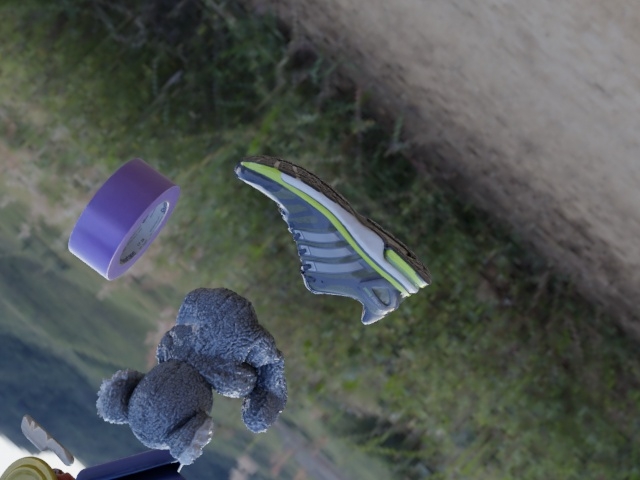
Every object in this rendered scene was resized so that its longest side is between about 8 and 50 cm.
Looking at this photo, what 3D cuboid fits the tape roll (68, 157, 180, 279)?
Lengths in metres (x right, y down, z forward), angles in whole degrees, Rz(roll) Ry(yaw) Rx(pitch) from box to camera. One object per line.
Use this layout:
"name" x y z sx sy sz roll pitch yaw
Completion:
"tape roll" -0.314 -0.034 1.899 0.080 0.189 0.189 37 170 5

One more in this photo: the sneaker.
"sneaker" 0.000 0.000 1.560 0.300 0.121 0.111 39 -171 -5

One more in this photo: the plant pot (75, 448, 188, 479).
"plant pot" -0.327 0.503 2.072 0.212 0.236 0.236 67 152 22

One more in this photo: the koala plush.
"koala plush" -0.176 0.190 1.576 0.196 0.221 0.203 29 140 23

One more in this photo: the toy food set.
"toy food set" -0.354 0.346 1.493 0.128 0.217 0.071 20 178 40
